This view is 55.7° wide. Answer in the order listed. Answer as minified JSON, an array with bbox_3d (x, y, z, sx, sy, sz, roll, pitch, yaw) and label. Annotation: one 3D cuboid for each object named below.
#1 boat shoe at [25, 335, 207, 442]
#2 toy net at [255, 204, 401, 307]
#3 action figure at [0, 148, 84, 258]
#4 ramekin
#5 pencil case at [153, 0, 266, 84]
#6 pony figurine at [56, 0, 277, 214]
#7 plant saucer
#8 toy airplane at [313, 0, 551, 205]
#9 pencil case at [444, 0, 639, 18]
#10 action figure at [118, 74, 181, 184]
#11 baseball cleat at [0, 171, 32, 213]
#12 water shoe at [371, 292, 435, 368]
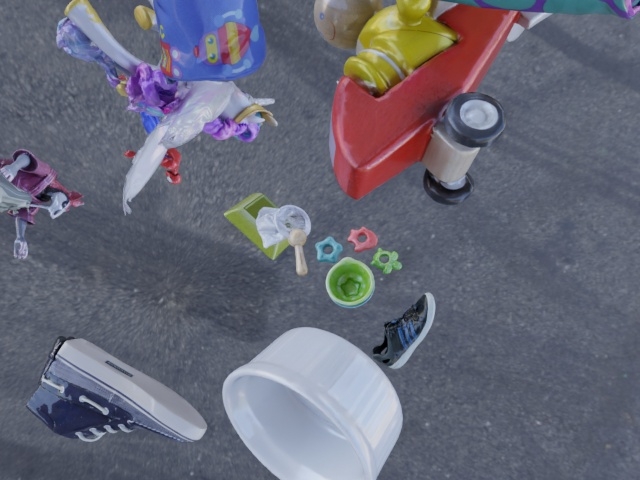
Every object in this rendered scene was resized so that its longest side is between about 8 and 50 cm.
[{"bbox_3d":[-0.400,0.335,1.181,0.341,0.127,0.158,31,87,6],"label":"boat shoe"},{"bbox_3d":[0.000,0.000,0.894,0.232,0.045,0.122,37,77,21],"label":"toy net"},{"bbox_3d":[-0.755,-0.141,1.444,0.370,0.275,0.248,14,126,-26],"label":"action figure"},{"bbox_3d":[-0.007,0.269,0.953,0.277,0.277,0.135,51,50,-5],"label":"ramekin"},{"bbox_3d":[-0.137,-0.313,0.611,0.119,0.133,0.306,-16,124,-11],"label":"pencil case"},{"bbox_3d":[-0.260,-0.260,1.038,0.363,0.303,0.351,47,48,-17],"label":"pony figurine"},{"bbox_3d":[-0.154,-0.056,1.722,0.188,0.188,0.045,43,120,0],"label":"plant saucer"},{"bbox_3d":[0.129,-0.259,0.729,0.273,0.384,0.386,26,112,11],"label":"toy airplane"},{"bbox_3d":[0.104,-0.162,0.324,0.064,0.152,0.070,-29,130,-36],"label":"pencil case"},{"bbox_3d":[-0.417,-0.245,1.404,0.139,0.091,0.280,-17,117,7],"label":"action figure"},{"bbox_3d":[-0.505,-0.097,0.942,0.072,0.206,0.109,-11,92,-13],"label":"baseball cleat"},{"bbox_3d":[0.182,0.198,1.341,0.080,0.073,0.203,21,111,-13],"label":"water shoe"}]
